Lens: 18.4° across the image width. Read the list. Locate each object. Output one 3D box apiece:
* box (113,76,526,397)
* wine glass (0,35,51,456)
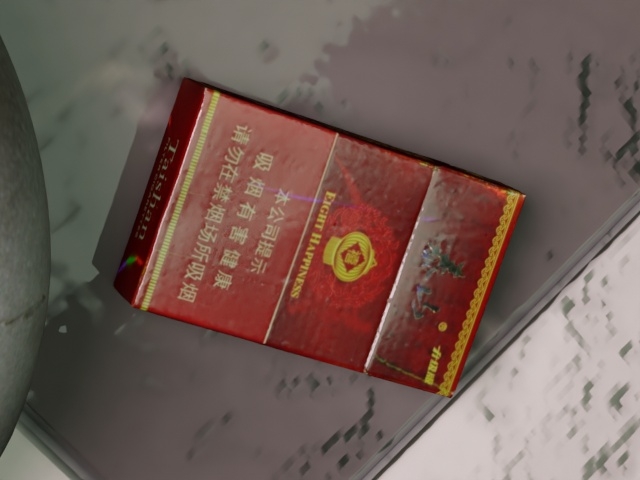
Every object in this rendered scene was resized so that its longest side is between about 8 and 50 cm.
[{"bbox_3d":[0.000,0.000,0.450,0.082,0.023,0.051,18,97,-20],"label":"box"},{"bbox_3d":[-0.101,0.007,0.380,0.103,0.103,0.222,-16,106,-14],"label":"wine glass"}]
